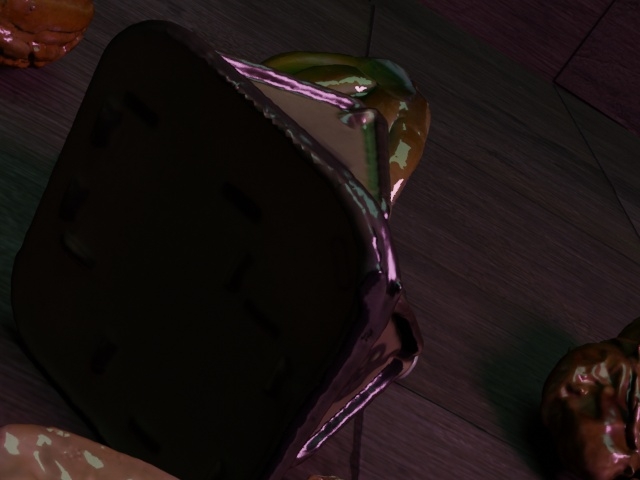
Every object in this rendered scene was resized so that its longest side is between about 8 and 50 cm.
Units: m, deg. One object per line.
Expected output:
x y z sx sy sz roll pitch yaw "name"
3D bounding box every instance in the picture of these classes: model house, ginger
0.000 0.000 0.589 0.205 0.218 0.278 44 32 20 "model house"
0.332 0.182 0.778 0.274 0.152 0.357 7 32 -46 "ginger"

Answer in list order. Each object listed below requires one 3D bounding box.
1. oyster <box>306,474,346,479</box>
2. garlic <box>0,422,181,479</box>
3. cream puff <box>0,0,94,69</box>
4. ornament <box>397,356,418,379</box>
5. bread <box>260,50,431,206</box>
0.031 0.170 0.568 0.051 0.034 0.093 -15 62 -40 "oyster"
-0.064 0.150 0.393 0.195 0.101 0.087 30 27 -17 "garlic"
-0.265 -0.205 0.819 0.150 0.115 0.165 52 19 24 "cream puff"
0.030 0.075 0.742 0.068 0.041 0.092 46 11 35 "ornament"
-0.002 -0.092 0.890 0.156 0.158 0.261 6 32 -41 "bread"
